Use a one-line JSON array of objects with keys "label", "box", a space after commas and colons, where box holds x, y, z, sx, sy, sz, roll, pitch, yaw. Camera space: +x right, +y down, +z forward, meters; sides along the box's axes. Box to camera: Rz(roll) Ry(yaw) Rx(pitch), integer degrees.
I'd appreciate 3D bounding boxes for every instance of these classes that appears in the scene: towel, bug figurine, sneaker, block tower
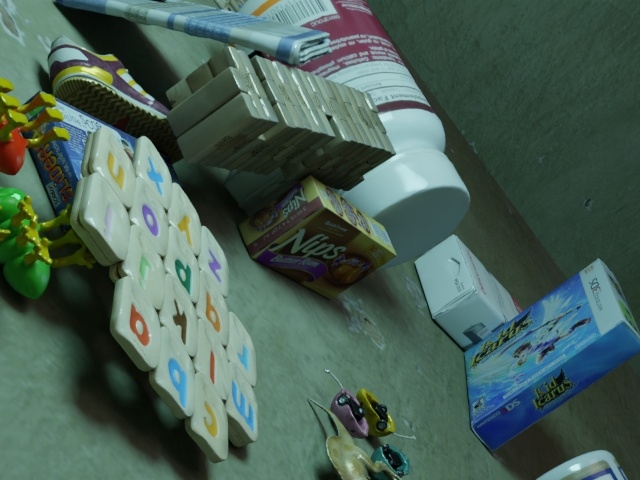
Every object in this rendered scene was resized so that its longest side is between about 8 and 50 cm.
[{"label": "towel", "box": [-0.137, -0.250, 1.354, 0.285, 0.034, 0.209, 14, 14, 7]}, {"label": "bug figurine", "box": [-0.267, -0.062, 0.824, 0.216, 0.072, 0.279, 65, 13, 14]}, {"label": "sneaker", "box": [-0.200, -0.143, 1.184, 0.185, 0.069, 0.084, 37, 29, -50]}, {"label": "block tower", "box": [-0.033, -0.128, 1.286, 0.335, 0.097, 0.091, 6, 56, -62]}]

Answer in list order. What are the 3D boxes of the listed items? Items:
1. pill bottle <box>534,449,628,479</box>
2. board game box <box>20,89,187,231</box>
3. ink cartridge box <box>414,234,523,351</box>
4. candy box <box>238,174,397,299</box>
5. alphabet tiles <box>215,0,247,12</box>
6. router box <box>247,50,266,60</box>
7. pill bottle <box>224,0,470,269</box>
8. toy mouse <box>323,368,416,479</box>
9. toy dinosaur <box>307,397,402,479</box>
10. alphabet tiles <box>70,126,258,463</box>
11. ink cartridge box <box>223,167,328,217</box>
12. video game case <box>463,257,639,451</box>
[{"label": "pill bottle", "box": [0.388, 0.429, 1.557, 0.153, 0.153, 0.265, 26, 32, -59]}, {"label": "board game box", "box": [-0.188, -0.049, 1.091, 0.201, 0.035, 0.136, 26, 32, -59]}, {"label": "ink cartridge box", "box": [0.263, 0.118, 1.942, 0.218, 0.092, 0.159, 46, 18, -33]}, {"label": "candy box", "box": [0.000, 0.000, 1.394, 0.186, 0.109, 0.053, 32, 29, -55]}, {"label": "alphabet tiles", "box": [-0.112, -0.374, 2.011, 0.198, 0.009, 0.237, 50, 17, -14]}, {"label": "router box", "box": [-0.114, -0.169, 1.382, 0.038, 0.122, 0.092, 53, 15, -21]}, {"label": "pill bottle", "box": [0.037, -0.169, 1.629, 0.224, 0.224, 0.392, 27, 32, -59]}, {"label": "toy mouse", "box": [0.050, 0.213, 1.248, 0.161, 0.031, 0.143, 48, 17, -21]}, {"label": "toy dinosaur", "box": [0.033, 0.220, 1.147, 0.092, 0.053, 0.183, 46, 18, -24]}, {"label": "alphabet tiles", "box": [-0.125, 0.044, 0.991, 0.278, 0.021, 0.284, -97, 161, -53]}, {"label": "ink cartridge box", "box": [-0.051, -0.075, 1.432, 0.090, 0.092, 0.143, 51, 18, -15]}, {"label": "video game case", "box": [0.339, 0.164, 1.738, 0.061, 0.269, 0.244, 49, 16, -11]}]
